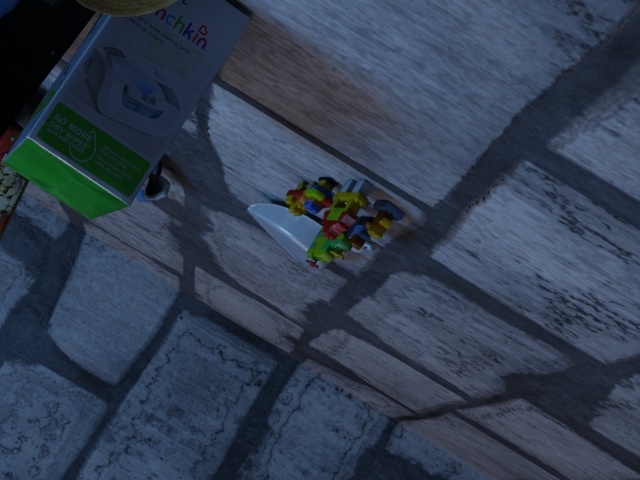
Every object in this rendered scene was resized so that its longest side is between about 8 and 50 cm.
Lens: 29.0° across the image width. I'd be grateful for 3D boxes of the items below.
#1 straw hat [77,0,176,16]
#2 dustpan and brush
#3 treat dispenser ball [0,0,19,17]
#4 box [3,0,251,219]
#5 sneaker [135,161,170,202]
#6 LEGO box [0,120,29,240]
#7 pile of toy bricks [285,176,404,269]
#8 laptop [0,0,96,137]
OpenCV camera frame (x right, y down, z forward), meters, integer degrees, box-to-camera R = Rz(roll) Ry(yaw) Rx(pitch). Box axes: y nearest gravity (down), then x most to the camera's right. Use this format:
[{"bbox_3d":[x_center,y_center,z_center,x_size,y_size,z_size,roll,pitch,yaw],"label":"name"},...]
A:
[{"bbox_3d":[-0.176,-0.278,1.123,0.144,0.144,0.061,48,-163,-52],"label":"straw hat"},{"bbox_3d":[0.000,0.000,1.842,0.211,0.060,0.147,27,164,50],"label":"dustpan and brush"},{"bbox_3d":[-0.351,-0.289,0.980,0.288,0.288,0.288,30,167,7],"label":"treat dispenser ball"},{"bbox_3d":[-0.214,-0.156,1.307,0.127,0.231,0.262,35,167,-15],"label":"box"},{"bbox_3d":[-0.305,-0.137,1.978,0.086,0.085,0.237,0,155,13],"label":"sneaker"},{"bbox_3d":[-0.712,-0.184,2.149,0.372,0.193,0.500,26,180,-22],"label":"LEGO box"},{"bbox_3d":[0.017,-0.011,1.615,0.118,0.105,0.212,37,167,-23],"label":"pile of toy bricks"},{"bbox_3d":[-0.487,-0.296,1.342,0.382,0.408,0.236,28,-152,-32],"label":"laptop"}]
